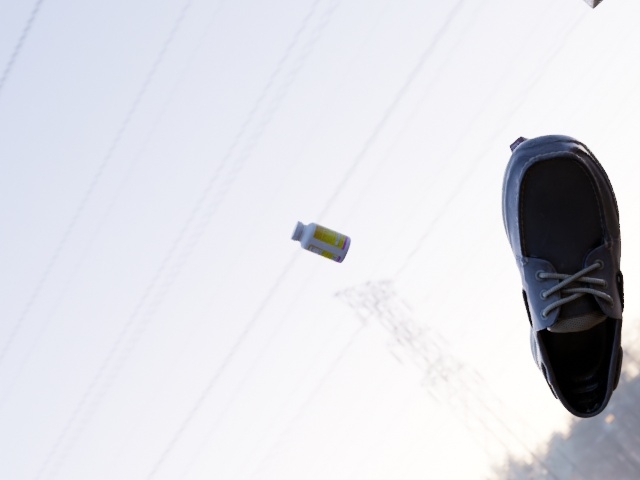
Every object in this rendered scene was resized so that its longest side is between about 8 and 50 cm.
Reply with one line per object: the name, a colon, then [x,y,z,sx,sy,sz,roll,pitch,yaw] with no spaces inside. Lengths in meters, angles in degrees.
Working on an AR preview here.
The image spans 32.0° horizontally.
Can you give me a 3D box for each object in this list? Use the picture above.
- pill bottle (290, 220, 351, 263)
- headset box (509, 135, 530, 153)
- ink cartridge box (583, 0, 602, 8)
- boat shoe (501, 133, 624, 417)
pill bottle: [0.000,0.000,1.625,0.043,0.083,0.043,-158,90,-82]
headset box: [0.354,-0.134,1.862,0.062,0.083,0.032,12,-40,-37]
ink cartridge box: [0.489,-0.650,2.397,0.065,0.333,0.165,-43,-17,1]
boat shoe: [0.287,0.049,1.241,0.132,0.130,0.355,-15,-58,7]
